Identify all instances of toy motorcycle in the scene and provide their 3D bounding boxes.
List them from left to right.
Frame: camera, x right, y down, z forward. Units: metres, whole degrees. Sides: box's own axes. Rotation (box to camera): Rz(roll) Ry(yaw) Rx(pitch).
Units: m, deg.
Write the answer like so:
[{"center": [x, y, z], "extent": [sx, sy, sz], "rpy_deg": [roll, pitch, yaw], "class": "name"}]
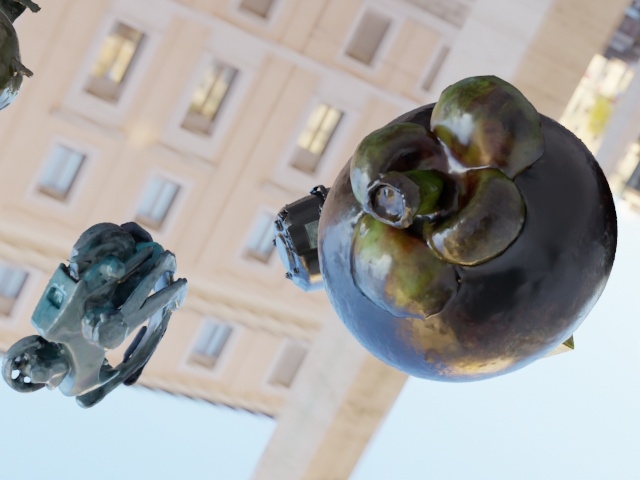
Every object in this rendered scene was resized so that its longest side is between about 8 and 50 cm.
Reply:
[{"center": [-0.291, 0.104, 2.130], "extent": [0.206, 0.260, 0.154], "rpy_deg": [26, -173, -47], "class": "toy motorcycle"}]

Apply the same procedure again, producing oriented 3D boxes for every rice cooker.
[{"center": [0.001, 0.000, 2.270], "extent": [0.203, 0.118, 0.142], "rpy_deg": [113, 137, -75], "class": "rice cooker"}]

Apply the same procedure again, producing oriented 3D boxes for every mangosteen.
[{"center": [0.147, -0.012, 1.671], "extent": [0.330, 0.330, 0.330], "rpy_deg": [26, -169, -6], "class": "mangosteen"}]

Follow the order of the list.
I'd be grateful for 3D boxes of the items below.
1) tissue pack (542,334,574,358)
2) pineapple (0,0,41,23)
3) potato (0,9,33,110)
[{"center": [0.217, 0.105, 1.979], "extent": [0.176, 0.095, 0.062], "rpy_deg": [-19, 152, 33], "class": "tissue pack"}, {"center": [-0.471, -0.415, 2.156], "extent": [0.169, 0.340, 0.169], "rpy_deg": [-6, -163, 2], "class": "pineapple"}, {"center": [-0.412, -0.191, 1.620], "extent": [0.251, 0.174, 0.159], "rpy_deg": [8, 177, -5], "class": "potato"}]
